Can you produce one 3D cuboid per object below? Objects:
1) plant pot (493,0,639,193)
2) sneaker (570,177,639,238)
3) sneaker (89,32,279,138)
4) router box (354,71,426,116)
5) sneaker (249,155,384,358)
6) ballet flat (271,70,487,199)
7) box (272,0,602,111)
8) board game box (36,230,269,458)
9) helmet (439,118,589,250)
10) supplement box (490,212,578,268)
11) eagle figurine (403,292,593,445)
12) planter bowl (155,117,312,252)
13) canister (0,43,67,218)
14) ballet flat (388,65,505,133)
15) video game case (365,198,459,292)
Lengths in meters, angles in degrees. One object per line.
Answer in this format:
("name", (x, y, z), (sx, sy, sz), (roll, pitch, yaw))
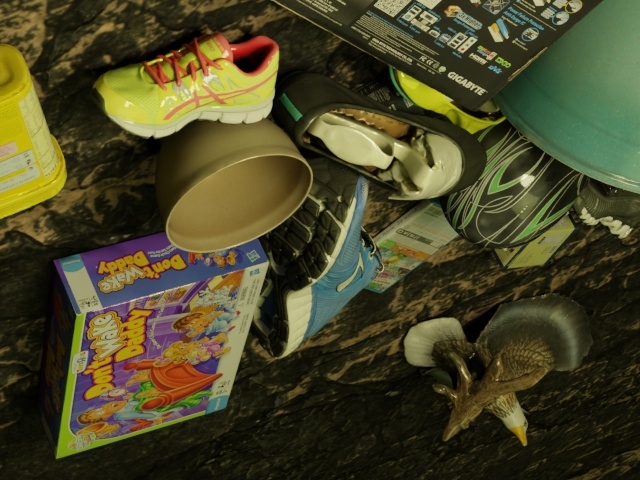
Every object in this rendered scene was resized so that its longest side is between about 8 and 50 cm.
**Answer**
("plant pot", (0.346, -0.225, 1.786), (0.271, 0.272, 0.255), (-5, 132, -36))
("sneaker", (0.383, -0.069, 2.277), (0.106, 0.078, 0.234), (-40, 154, 18))
("sneaker", (-0.126, -0.161, 1.670), (0.208, 0.081, 0.094), (-13, 144, -38))
("router box", (0.068, -0.131, 1.924), (0.092, 0.038, 0.122), (-30, 153, 4))
("sneaker", (0.000, 0.000, 2.033), (0.147, 0.130, 0.330), (-30, 159, -30))
("ballet flat", (0.070, -0.092, 1.838), (0.280, 0.096, 0.095), (18, 116, -29))
("box", (0.141, -0.282, 1.611), (0.295, 0.073, 0.293), (24, 125, -37))
("board game box", (-0.208, 0.118, 2.072), (0.233, 0.078, 0.347), (-15, 151, -22))
("helmet", (0.218, -0.073, 2.027), (0.161, 0.169, 0.169), (-31, 158, -29))
("supplement box", (0.278, -0.011, 2.302), (0.083, 0.056, 0.083), (-5, 146, -36))
("eagle figurine", (0.258, 0.195, 2.556), (0.226, 0.225, 0.298), (7, -162, 19))
("planter bowl", (-0.102, -0.078, 1.788), (0.162, 0.109, 0.162), (-21, 152, -12))
("canister", (-0.311, -0.096, 1.611), (0.126, 0.073, 0.170), (-22, 151, -9))
("ballet flat", (0.148, -0.169, 1.878), (0.077, 0.077, 0.231), (-4, 166, 23))
("video game case", (0.107, 0.007, 2.227), (0.166, 0.015, 0.119), (-38, 152, 20))
